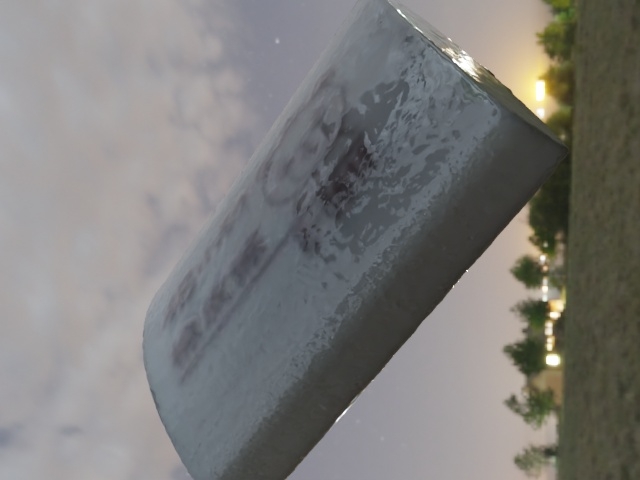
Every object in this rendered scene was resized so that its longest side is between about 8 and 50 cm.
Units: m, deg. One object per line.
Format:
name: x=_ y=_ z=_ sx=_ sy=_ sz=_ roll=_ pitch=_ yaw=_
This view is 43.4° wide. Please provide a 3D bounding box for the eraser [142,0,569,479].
eraser: x=0.000 y=0.000 z=0.480 sx=0.095 sy=0.270 sz=0.174 roll=22 pitch=-154 yaw=-34
